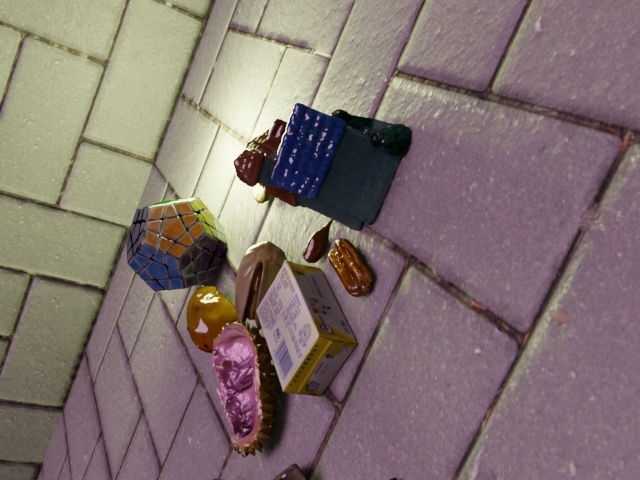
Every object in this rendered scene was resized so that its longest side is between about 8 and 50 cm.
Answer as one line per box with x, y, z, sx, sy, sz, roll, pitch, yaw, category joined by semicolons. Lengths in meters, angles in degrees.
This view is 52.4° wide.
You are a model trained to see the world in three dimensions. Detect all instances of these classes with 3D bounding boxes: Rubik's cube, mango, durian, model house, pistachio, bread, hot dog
-0.450;0.009;2.032;0.319;0.319;0.264;-44;14;40;Rubik's cube
-0.305;0.215;1.832;0.156;0.151;0.249;-34;32;3;mango
-0.157;0.335;1.551;0.191;0.112;0.341;-43;49;27;durian
-0.041;-0.189;1.400;0.295;0.329;0.252;35;109;57;model house
-0.149;0.111;1.631;0.152;0.126;0.223;-10;-67;-86;pistachio
-0.136;-0.170;1.814;0.187;0.065;0.150;29;111;56;bread
0.063;0.057;1.379;0.071;0.045;0.165;-59;33;19;hot dog

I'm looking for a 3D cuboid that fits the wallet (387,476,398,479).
0.071;0.508;1.153;0.232;0.031;0.122;-41;41;42;wallet

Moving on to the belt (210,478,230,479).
-0.227;0.659;1.519;0.141;0.082;0.190;-30;50;46;belt

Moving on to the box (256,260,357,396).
-0.038;0.188;1.428;0.168;0.097;0.265;-60;33;22;box

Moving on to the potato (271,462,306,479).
-0.093;0.565;1.364;0.261;0.100;0.120;-42;84;16;potato

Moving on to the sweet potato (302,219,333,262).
0.000;0.000;1.521;0.117;0.049;0.049;-59;31;2;sweet potato
